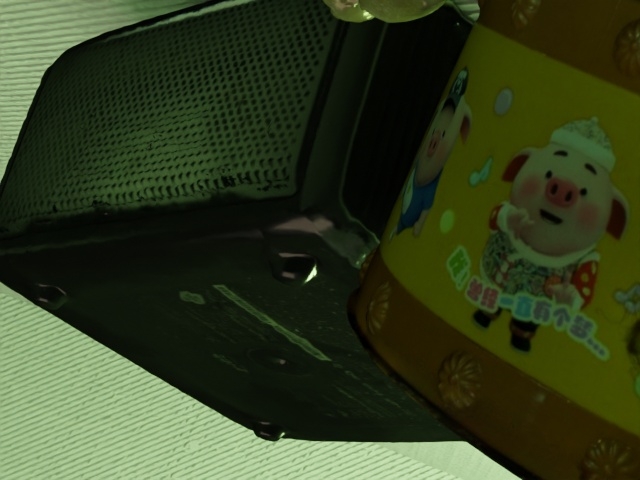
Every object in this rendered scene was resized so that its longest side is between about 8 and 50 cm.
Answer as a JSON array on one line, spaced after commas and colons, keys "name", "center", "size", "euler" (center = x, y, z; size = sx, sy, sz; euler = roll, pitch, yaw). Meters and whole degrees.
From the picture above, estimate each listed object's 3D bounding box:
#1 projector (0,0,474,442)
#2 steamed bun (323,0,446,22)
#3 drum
[{"name": "projector", "center": [0.000, 0.000, 1.222], "size": [0.405, 0.242, 0.395], "euler": [-6, 147, 42]}, {"name": "steamed bun", "center": [0.019, -0.196, 0.869], "size": [0.177, 0.106, 0.192], "euler": [30, 162, -29]}, {"name": "drum", "center": [0.242, 0.022, 0.804], "size": [0.431, 0.214, 0.431], "euler": [22, -168, -5]}]
